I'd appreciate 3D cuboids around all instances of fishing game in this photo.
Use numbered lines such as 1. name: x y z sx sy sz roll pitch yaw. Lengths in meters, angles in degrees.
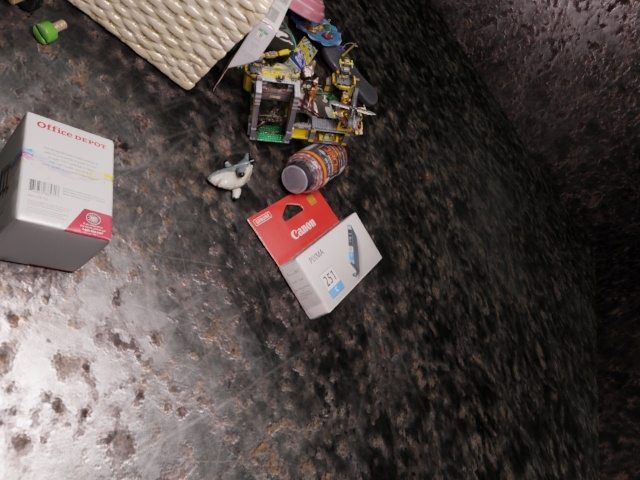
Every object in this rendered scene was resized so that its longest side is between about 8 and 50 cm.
1. fishing game: -0.010 -0.671 1.631 0.264 0.041 0.189 39 40 0

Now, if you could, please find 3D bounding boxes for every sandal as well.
1. sandal: 0.083 -0.525 1.690 0.254 0.054 0.097 48 49 -21

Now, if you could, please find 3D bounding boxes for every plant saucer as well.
1. plant saucer: -0.115 -0.742 1.475 0.332 0.084 0.332 31 25 -16

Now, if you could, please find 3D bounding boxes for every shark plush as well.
1. shark plush: -0.181 -0.160 1.136 0.067 0.073 0.161 23 48 1

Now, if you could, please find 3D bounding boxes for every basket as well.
1. basket: -0.274 -0.542 1.062 0.331 0.328 0.267 35 47 -30

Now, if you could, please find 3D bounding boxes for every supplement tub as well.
1. supplement tub: -0.017 -0.179 1.292 0.106 0.106 0.198 55 37 -7

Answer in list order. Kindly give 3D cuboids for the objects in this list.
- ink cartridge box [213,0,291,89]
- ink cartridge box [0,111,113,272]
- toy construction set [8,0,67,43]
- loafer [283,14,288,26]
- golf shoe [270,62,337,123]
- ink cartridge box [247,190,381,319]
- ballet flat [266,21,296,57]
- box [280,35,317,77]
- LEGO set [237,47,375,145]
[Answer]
1. ink cartridge box: -0.155 -0.453 1.210 0.056 0.224 0.181 29 46 -19
2. ink cartridge box: -0.389 -0.066 0.765 0.128 0.127 0.176 18 54 -43
3. toy construction set: -0.514 -0.457 0.762 0.257 0.309 0.237 42 45 -10
4. loafer: -0.119 -0.622 1.505 0.062 0.061 0.170 -2 69 -51
5. golf shoe: -0.023 -0.382 1.412 0.273 0.120 0.105 46 41 -16
6. ink cartridge box: 0.000 0.000 1.226 0.261 0.066 0.296 58 37 -5
7. ballet flat: -0.180 -0.594 1.403 0.096 0.095 0.280 -29 79 -43
8. box: -0.065 -0.516 1.503 0.059 0.054 0.169 44 39 -21
9. LEGO set: -0.036 -0.360 1.225 0.331 0.192 0.255 11 61 -8
